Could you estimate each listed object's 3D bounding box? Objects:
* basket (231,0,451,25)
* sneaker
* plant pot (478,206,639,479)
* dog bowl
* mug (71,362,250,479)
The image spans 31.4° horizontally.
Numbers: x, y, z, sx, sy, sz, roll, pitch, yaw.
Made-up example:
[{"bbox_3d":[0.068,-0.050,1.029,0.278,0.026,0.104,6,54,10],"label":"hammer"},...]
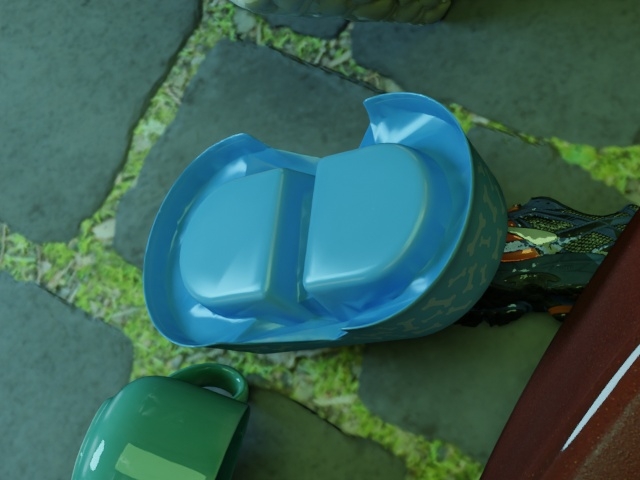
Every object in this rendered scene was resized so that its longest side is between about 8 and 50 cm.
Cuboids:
[{"bbox_3d":[0.012,-0.345,0.794,0.266,0.331,0.328,42,114,16],"label":"basket"},{"bbox_3d":[0.142,0.012,0.832,0.221,0.083,0.087,5,59,13],"label":"sneaker"},{"bbox_3d":[0.226,0.150,0.647,0.267,0.267,0.236,41,107,2],"label":"plant pot"},{"bbox_3d":[0.000,0.000,0.808,0.297,0.074,0.166,-10,64,38],"label":"dog bowl"},{"bbox_3d":[-0.115,0.159,0.817,0.097,0.158,0.129,18,99,4],"label":"mug"}]
